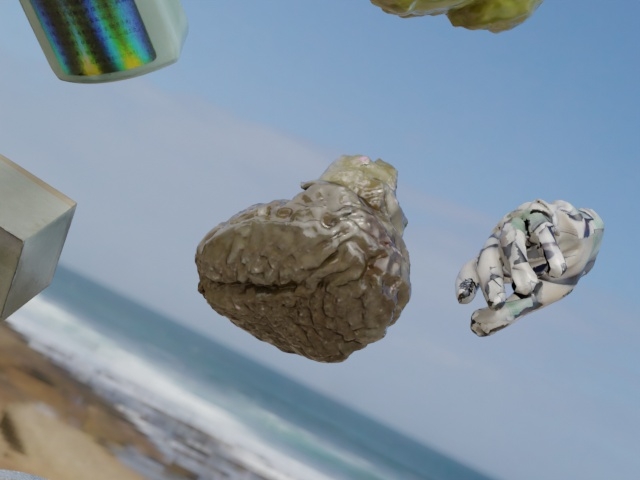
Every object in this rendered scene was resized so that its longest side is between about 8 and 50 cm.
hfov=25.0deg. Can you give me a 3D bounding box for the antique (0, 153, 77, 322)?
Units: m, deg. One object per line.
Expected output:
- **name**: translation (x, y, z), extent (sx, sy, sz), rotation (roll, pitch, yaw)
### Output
- **antique**: translation (-0.407, -0.011, 1.801), extent (0.152, 0.146, 0.148), rotation (32, 35, 10)

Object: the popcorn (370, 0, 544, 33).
- **popcorn**: translation (0.096, -0.329, 1.437), extent (0.286, 0.174, 0.225), rotation (10, 43, -43)

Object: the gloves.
- **gloves**: translation (0.217, 0.024, 1.573), extent (0.212, 0.111, 0.127), rotation (-10, -25, -37)

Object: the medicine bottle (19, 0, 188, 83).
- **medicine bottle**: translation (-0.199, -0.240, 1.174), extent (0.121, 0.083, 0.229), rotation (-7, -49, 17)

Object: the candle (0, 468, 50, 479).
- **candle**: translation (-0.428, 0.405, 2.072), extent (0.068, 0.168, 0.192), rotation (14, -49, 59)

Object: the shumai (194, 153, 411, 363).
- **shumai**: translation (0.000, 0.000, 1.287), extent (0.206, 0.175, 0.166), rotation (-12, -51, 35)
